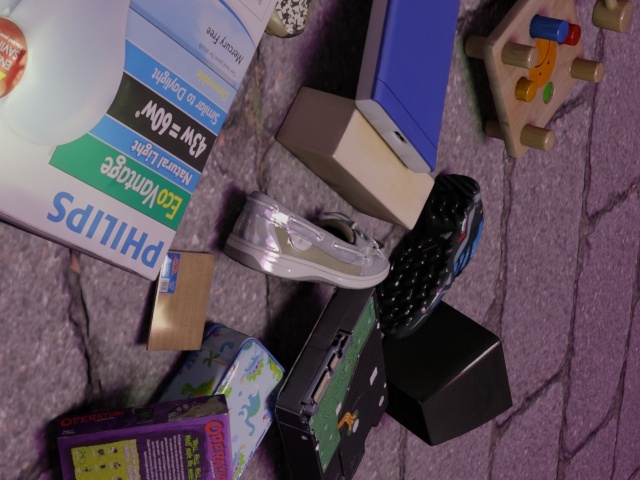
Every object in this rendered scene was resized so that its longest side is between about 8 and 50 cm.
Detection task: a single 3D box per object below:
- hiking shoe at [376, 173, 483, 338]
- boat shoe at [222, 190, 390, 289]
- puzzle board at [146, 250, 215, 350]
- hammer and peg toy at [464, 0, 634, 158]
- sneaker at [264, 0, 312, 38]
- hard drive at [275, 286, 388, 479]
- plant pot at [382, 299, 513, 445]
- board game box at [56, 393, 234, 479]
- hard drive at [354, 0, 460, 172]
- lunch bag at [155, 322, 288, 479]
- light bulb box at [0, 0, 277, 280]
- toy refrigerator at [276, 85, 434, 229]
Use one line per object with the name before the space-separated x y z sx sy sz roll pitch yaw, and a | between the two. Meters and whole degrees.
hiking shoe | 0.197 0.043 1.958 0.304 0.113 0.132 -59 144 -17
boat shoe | -0.003 -0.001 1.653 0.320 0.118 0.103 9 103 -49
puzzle board | -0.180 0.077 1.519 0.096 0.011 0.128 6 94 -52
hammer and peg toy | 0.392 -0.349 2.022 0.361 0.127 0.266 -52 141 -25
sneaker | -0.013 -0.423 1.351 0.158 0.182 0.410 -28 129 -46
hard drive | 0.023 0.245 1.787 0.339 0.064 0.237 81 32 -53
plant pot | 0.191 0.229 2.005 0.167 0.188 0.187 -37 137 -21
board game box | -0.208 0.357 1.500 0.208 0.056 0.347 -5 120 -7
hard drive | 0.129 -0.283 1.660 0.210 0.040 0.319 42 52 -53
lunch bag | -0.141 0.238 1.599 0.219 0.090 0.176 -59 145 -17
light bulb box | -0.258 -0.198 1.082 0.358 0.225 0.361 31 80 -57
toy refrigerator | 0.057 -0.116 1.687 0.269 0.102 0.094 39 74 -55
